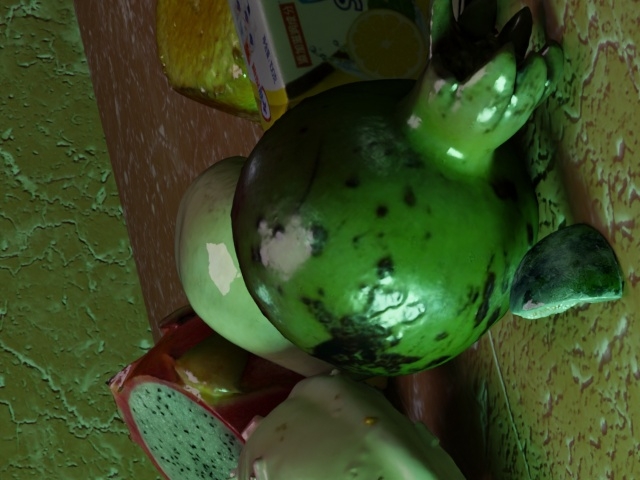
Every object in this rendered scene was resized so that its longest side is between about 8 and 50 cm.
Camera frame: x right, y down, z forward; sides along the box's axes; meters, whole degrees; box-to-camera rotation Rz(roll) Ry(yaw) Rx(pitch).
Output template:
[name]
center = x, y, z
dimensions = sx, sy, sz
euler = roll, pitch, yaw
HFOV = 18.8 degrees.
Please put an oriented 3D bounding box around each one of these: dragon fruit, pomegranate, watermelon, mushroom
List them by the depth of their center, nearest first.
[watermelon]
center = 0.174, 0.033, 1.362
dimensions = 0.061, 0.085, 0.085
euler = 45, -169, -39
[pomegranate]
center = 0.074, -0.046, 1.445
dimensions = 0.306, 0.242, 0.242
euler = -53, 31, 13
[mushroom]
center = 0.000, 0.000, 1.765
dimensions = 0.234, 0.254, 0.260
euler = -57, -2, 5
[dragon fruit]
center = -0.045, 0.173, 2.025
dimensions = 0.305, 0.226, 0.305
euler = 34, 149, 24

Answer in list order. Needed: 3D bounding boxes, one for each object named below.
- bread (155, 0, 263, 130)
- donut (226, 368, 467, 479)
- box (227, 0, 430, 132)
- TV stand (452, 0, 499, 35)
[bread]
center = -0.050, -0.223, 1.789
dimensions = 0.268, 0.146, 0.268
euler = -8, 80, 59
[donut]
center = 0.054, 0.298, 1.682
dimensions = 0.382, 0.142, 0.382
euler = 53, 161, 26
[box]
center = 0.008, -0.219, 1.599
dimensions = 0.097, 0.168, 0.265
euler = 120, 139, -65
[TV stand]
center = 0.110, -0.218, 1.364
dimensions = 0.249, 0.036, 0.042
euler = 86, 160, -66
